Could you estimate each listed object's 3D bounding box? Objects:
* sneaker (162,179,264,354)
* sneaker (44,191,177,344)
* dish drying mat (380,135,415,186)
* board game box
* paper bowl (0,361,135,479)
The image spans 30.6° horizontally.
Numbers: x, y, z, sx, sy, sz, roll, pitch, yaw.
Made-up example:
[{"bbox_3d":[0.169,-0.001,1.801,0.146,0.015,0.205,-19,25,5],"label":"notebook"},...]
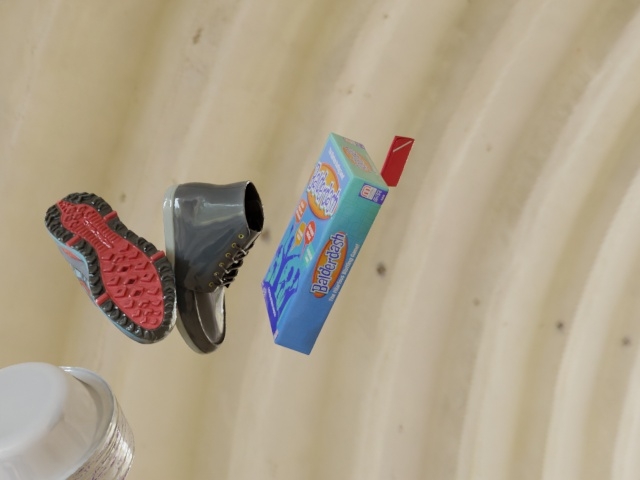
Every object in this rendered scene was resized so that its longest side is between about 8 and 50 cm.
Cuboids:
[{"bbox_3d":[-0.126,0.035,1.470,0.118,0.222,0.083,-5,8,24],"label":"sneaker"},{"bbox_3d":[-0.250,0.047,1.492,0.104,0.262,0.125,-31,-38,-14],"label":"sneaker"},{"bbox_3d":[0.107,-0.111,1.661,0.032,0.008,0.083,5,-53,-20],"label":"dish drying mat"},{"bbox_3d":[0.000,0.000,1.318,0.047,0.160,0.210,21,-73,-16],"label":"board game box"},{"bbox_3d":[-0.413,0.281,1.618,0.284,0.284,0.148,-24,-56,-9],"label":"paper bowl"}]
